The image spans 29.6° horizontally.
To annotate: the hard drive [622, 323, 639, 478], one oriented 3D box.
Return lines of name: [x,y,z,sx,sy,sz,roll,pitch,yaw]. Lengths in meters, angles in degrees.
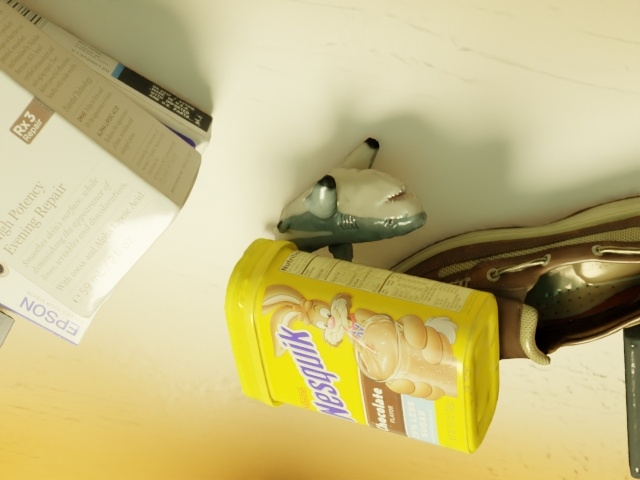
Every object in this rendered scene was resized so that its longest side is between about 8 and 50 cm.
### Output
hard drive: [0.279,0.120,0.914,0.094,0.022,0.135,-5,120,9]

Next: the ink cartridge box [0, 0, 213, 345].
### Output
ink cartridge box: [-0.212,-0.052,0.851,0.206,0.045,0.208,30,117,-12]

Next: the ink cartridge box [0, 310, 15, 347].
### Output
ink cartridge box: [-0.336,0.040,0.897,0.207,0.046,0.097,30,150,-11]

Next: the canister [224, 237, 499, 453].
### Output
canister: [0.031,0.071,0.816,0.170,0.073,0.126,12,134,23]

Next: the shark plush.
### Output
shark plush: [0.000,0.000,0.842,0.161,0.073,0.067,-38,94,30]

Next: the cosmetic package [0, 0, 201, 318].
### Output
cosmetic package: [-0.202,-0.069,0.767,0.231,0.085,0.117,36,116,-14]

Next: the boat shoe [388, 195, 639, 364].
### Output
boat shoe: [0.137,0.042,0.840,0.257,0.095,0.095,-22,116,18]
